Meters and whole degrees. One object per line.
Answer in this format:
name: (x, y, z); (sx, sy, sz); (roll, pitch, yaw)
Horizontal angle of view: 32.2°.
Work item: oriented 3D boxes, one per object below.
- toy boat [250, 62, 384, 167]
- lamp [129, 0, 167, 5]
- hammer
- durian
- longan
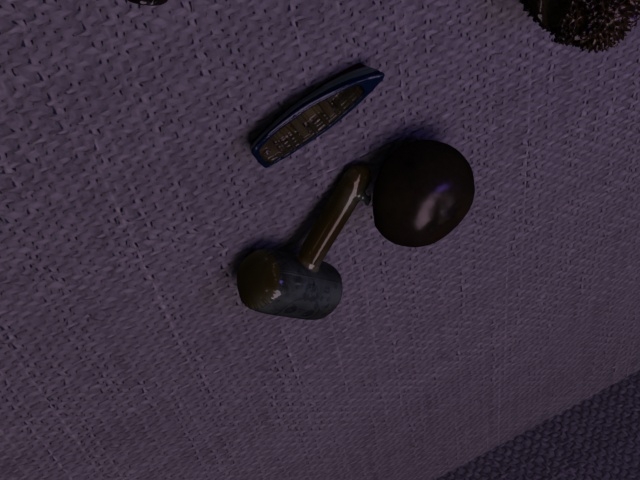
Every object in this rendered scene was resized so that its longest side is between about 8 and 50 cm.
toy boat: (-0.007, -0.193, 1.654); (0.229, 0.046, 0.080); (-36, 145, 6)
lamp: (-0.173, -0.365, 1.182); (0.180, 0.180, 0.258); (-7, 137, -33)
hammer: (0.000, 0.000, 1.873); (0.202, 0.113, 0.305); (11, 119, -50)
durian: (0.395, -0.358, 1.638); (0.167, 0.196, 0.196); (-41, 146, 9)
longan: (0.166, -0.077, 1.832); (0.187, 0.167, 0.167); (-59, 152, -19)
